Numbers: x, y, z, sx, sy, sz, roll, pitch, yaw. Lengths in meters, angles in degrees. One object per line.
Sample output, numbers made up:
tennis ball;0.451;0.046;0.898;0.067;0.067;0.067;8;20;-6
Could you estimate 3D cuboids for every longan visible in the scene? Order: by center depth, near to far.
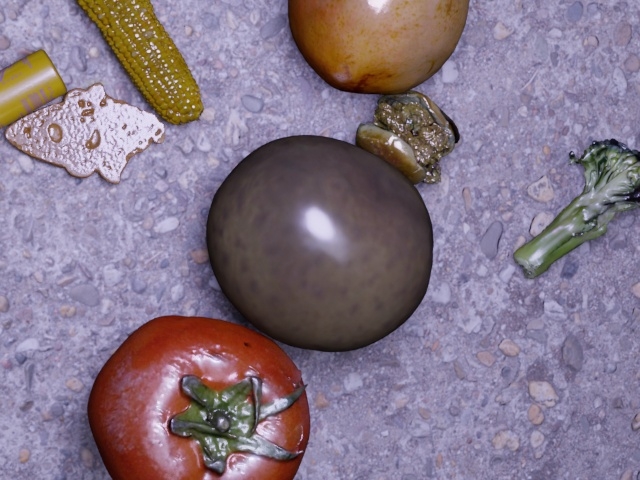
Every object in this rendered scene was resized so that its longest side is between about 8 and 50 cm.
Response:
longan;0.000;0.000;1.603;0.360;0.361;0.361;-1;94;-15

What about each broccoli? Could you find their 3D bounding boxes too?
broccoli;0.473;-0.046;1.814;0.304;0.165;0.145;-41;135;5

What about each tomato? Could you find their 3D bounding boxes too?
tomato;-0.190;0.275;1.590;0.341;0.273;0.342;2;84;-20

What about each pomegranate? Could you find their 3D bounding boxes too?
pomegranate;0.094;-0.385;1.586;0.319;0.319;0.319;-1;94;-15

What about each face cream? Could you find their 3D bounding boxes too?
face cream;-0.528;-0.197;1.561;0.273;0.078;0.078;-31;101;-10

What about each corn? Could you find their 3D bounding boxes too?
corn;-0.287;-0.315;1.608;0.102;0.102;0.313;-34;106;-10

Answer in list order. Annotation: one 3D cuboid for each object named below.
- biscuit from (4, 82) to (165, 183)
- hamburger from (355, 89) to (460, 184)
biscuit;-0.375;-0.171;1.625;0.250;0.035;0.163;-1;89;-15
hamburger;0.141;-0.157;1.701;0.185;0.159;0.131;43;68;-22
